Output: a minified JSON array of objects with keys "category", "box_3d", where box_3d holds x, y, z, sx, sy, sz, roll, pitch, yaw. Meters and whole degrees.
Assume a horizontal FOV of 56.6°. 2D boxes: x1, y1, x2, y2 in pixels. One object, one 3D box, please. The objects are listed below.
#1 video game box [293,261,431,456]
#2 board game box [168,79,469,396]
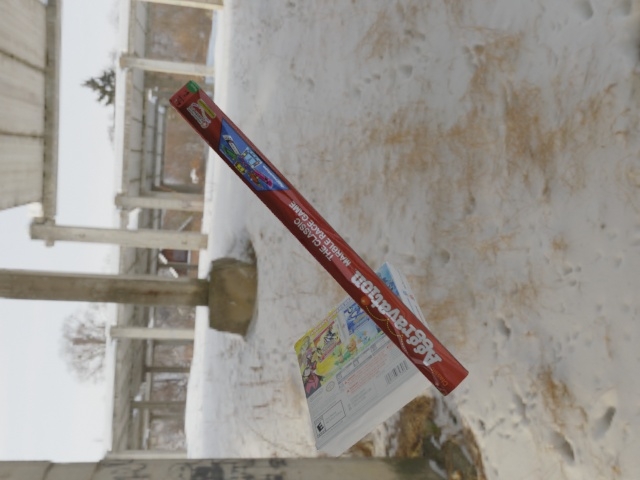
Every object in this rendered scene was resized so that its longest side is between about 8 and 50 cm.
[{"category":"video game box","box_3d":[0.058,0.159,0.815,0.205,0.048,0.187,-44,38,21]},{"category":"board game box","box_3d":[0.000,0.000,0.478,0.027,0.281,0.145,-43,-6,1]}]
